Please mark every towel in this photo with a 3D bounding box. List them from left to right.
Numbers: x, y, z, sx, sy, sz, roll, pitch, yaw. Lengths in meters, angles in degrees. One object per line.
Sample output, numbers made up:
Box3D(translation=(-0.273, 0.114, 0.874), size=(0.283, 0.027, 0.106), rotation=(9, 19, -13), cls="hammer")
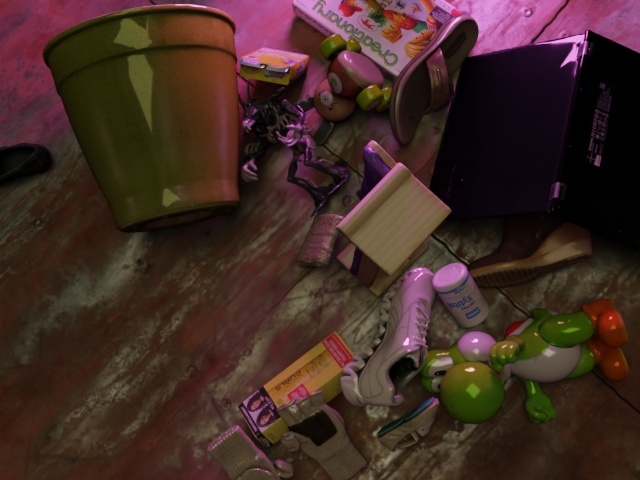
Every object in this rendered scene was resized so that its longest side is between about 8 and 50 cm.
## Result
Box3D(translation=(0.000, 0.000, 1.565), size=(0.027, 0.148, 0.110), rotation=(25, 81, -17), cls="towel")

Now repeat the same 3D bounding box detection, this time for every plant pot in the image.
Box3D(translation=(-0.302, -0.207, 1.563), size=(0.366, 0.366, 0.353), rotation=(-13, 87, 2), cls="plant pot")

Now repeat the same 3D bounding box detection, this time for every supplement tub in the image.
Box3D(translation=(0.260, 0.101, 1.520), size=(0.071, 0.071, 0.107), rotation=(-38, 114, -4), cls="supplement tub")

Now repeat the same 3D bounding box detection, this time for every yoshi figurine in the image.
Box3D(translation=(0.355, 0.232, 1.444), size=(0.362, 0.203, 0.203), rotation=(-14, 84, 8), cls="yoshi figurine")

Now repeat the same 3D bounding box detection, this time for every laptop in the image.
Box3D(translation=(0.461, -0.169, 1.559), size=(0.408, 0.236, 0.382), rotation=(20, 70, -9), cls="laptop")

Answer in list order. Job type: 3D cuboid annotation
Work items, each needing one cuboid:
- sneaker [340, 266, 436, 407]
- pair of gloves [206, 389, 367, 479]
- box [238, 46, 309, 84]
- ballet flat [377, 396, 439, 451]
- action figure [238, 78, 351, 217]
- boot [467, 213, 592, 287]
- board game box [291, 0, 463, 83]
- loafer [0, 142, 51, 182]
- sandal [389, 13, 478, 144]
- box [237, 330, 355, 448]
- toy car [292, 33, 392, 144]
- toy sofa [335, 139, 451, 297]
Box3D(translation=(0.153, 0.177, 1.484), size=(0.118, 0.110, 0.292), rotation=(-2, 51, 50), cls="sneaker")
Box3D(translation=(-0.058, 0.391, 1.469), size=(0.240, 0.042, 0.204), rotation=(-29, 108, -1), cls="pair of gloves")
Box3D(translation=(-0.093, -0.348, 1.644), size=(0.105, 0.179, 0.043), rotation=(13, 110, 9), cls="box")
Box3D(translation=(0.168, 0.331, 1.470), size=(0.052, 0.168, 0.057), rotation=(51, 44, 5), cls="ballet flat")
Box3D(translation=(-0.073, -0.182, 1.585), size=(0.275, 0.164, 0.141), rotation=(44, 40, -3), cls="action figure")
Box3D(translation=(0.378, -0.029, 1.576), size=(0.248, 0.090, 0.207), rotation=(-16, 62, 5), cls="boot")
Box3D(translation=(0.118, -0.472, 1.713), size=(0.305, 0.053, 0.193), rotation=(37, 83, 13), cls="board game box")
Box3D(translation=(-0.672, -0.156, 1.699), size=(0.223, 0.078, 0.076), rotation=(-15, 75, 2), cls="loafer")
Box3D(translation=(0.232, -0.321, 1.621), size=(0.086, 0.120, 0.303), rotation=(28, 79, 36), cls="sandal")
Box3D(translation=(-0.034, 0.276, 1.524), size=(0.232, 0.058, 0.087), rotation=(-36, 47, -4), cls="box")
Box3D(translation=(0.028, -0.287, 1.639), size=(0.188, 0.149, 0.155), rotation=(-39, 79, 24), cls="toy car")
Box3D(translation=(0.097, -0.024, 1.445), size=(0.177, 0.362, 0.150), rotation=(43, 84, 7), cls="toy sofa")
